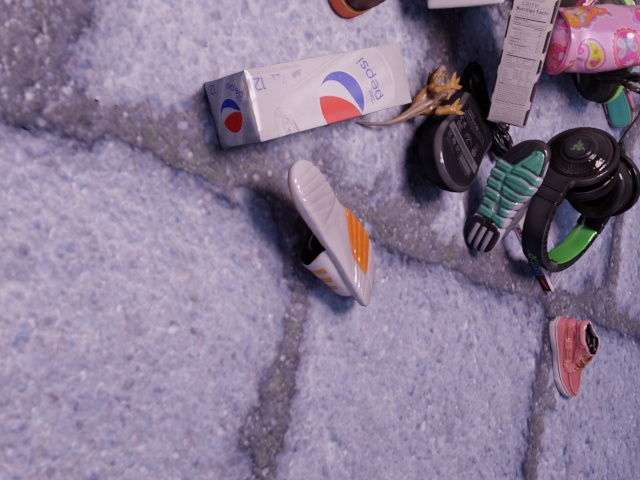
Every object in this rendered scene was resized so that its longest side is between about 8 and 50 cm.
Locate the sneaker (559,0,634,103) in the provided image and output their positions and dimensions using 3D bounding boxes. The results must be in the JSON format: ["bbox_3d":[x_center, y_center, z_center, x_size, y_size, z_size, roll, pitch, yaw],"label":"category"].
[{"bbox_3d":[0.468,-0.480,1.321,0.202,0.185,0.483,-27,114,-4],"label":"sneaker"}]

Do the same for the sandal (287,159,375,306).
[{"bbox_3d":[0.002,-0.009,0.965,0.265,0.076,0.102,56,35,-38],"label":"sandal"}]

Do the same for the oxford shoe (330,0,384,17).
[{"bbox_3d":[0.126,-0.434,1.053,0.097,0.098,0.271,52,60,-26],"label":"oxford shoe"}]

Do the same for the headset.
[{"bbox_3d":[0.485,-0.136,1.284,0.243,0.185,0.394,21,101,-50],"label":"headset"}]

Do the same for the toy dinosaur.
[{"bbox_3d":[0.165,-0.216,1.094,0.211,0.112,0.064,-43,117,-39],"label":"toy dinosaur"}]

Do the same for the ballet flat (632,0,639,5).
[{"bbox_3d":[0.680,-0.579,1.540,0.074,0.074,0.203,8,91,-39],"label":"ballet flat"}]

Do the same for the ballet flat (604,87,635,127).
[{"bbox_3d":[0.644,-0.355,1.509,0.221,0.077,0.079,61,37,-28],"label":"ballet flat"}]

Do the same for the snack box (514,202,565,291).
[{"bbox_3d":[0.432,0.015,1.357,0.064,0.022,0.178,-47,118,-30],"label":"snack box"}]

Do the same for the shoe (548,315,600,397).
[{"bbox_3d":[0.519,0.240,1.392,0.063,0.081,0.178,-21,103,-38],"label":"shoe"}]

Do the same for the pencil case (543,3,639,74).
[{"bbox_3d":[0.536,-0.361,1.230,0.284,0.124,0.124,-7,95,-11],"label":"pencil case"}]

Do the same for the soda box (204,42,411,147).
[{"bbox_3d":[-0.008,-0.202,0.944,0.286,0.098,0.091,-22,104,-38],"label":"soda box"}]

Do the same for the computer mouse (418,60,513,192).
[{"bbox_3d":[0.233,-0.169,1.169,0.272,0.072,0.188,-48,117,-43],"label":"computer mouse"}]

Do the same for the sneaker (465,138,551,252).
[{"bbox_3d":[0.333,-0.084,1.196,0.098,0.083,0.224,-20,145,-49],"label":"sneaker"}]

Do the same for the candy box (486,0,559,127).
[{"bbox_3d":[0.340,-0.328,1.130,0.233,0.071,0.159,92,19,-44],"label":"candy box"}]

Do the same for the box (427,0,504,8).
[{"bbox_3d":[0.243,-0.467,1.077,0.181,0.119,0.182,-46,135,-57],"label":"box"}]
